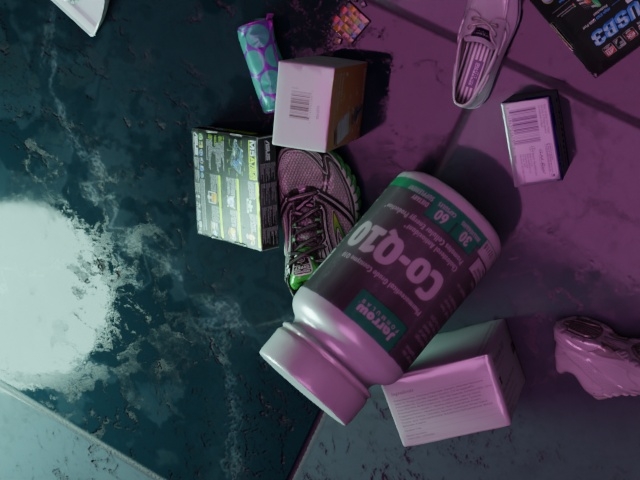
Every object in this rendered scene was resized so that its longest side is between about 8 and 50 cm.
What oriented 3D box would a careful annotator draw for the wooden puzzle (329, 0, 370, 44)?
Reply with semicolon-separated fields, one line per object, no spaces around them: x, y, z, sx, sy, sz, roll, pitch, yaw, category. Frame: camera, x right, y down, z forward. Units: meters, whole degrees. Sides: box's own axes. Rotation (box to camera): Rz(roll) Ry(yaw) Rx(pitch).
0.047;-0.349;1.570;0.049;0.006;0.083;45;113;4;wooden puzzle

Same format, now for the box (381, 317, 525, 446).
0.215;0.224;1.565;0.182;0.181;0.119;-17;98;22;box

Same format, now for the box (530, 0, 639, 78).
0.402;-0.423;1.329;0.293;0.073;0.295;46;121;-10;box

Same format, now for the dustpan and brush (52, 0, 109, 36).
-0.398;-0.469;1.665;0.147;0.060;0.211;42;113;5;dustpan and brush

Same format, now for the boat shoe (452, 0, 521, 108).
0.249;-0.305;1.473;0.083;0.076;0.226;12;107;16;boat shoe

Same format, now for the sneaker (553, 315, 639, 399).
0.466;0.205;1.516;0.232;0.090;0.115;26;128;38;sneaker

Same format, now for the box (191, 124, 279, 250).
-0.144;-0.091;1.642;0.184;0.045;0.190;12;109;44;box

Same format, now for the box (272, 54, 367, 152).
0.001;-0.217;1.531;0.091;0.170;0.130;10;107;18;box

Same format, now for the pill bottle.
0.089;0.087;1.480;0.204;0.204;0.361;39;80;6;pill bottle

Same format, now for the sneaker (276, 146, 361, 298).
0.000;0.000;1.602;0.134;0.146;0.343;-11;99;22;sneaker

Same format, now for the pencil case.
-0.084;-0.287;1.601;0.070;0.064;0.151;-13;100;38;pencil case

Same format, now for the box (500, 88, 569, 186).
0.320;-0.154;1.454;0.072;0.137;0.126;-7;101;20;box
